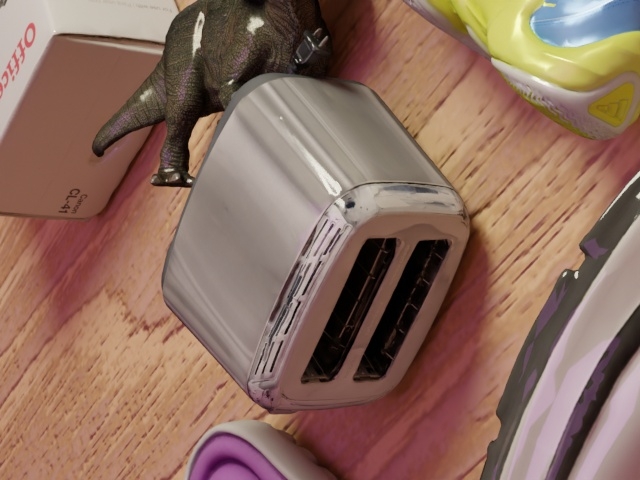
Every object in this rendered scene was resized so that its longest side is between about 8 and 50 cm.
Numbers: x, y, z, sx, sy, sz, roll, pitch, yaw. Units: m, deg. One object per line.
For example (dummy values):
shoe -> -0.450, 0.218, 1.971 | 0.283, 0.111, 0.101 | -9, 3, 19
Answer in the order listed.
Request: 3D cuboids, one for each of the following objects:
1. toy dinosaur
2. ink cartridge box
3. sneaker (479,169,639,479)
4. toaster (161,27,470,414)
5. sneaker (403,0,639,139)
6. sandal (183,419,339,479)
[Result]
toy dinosaur -> -0.057, -0.125, 1.142 | 0.313, 0.121, 0.160 | -31, 50, 56
ink cartridge box -> -0.245, -0.203, 1.387 | 0.226, 0.131, 0.306 | -54, 44, 39
sneaker -> 0.239, 0.041, 0.522 | 0.257, 0.169, 0.447 | 38, 98, 42
toaster -> 0.000, 0.000, 1.010 | 0.146, 0.129, 0.227 | 50, 126, 41
sneaker -> 0.123, -0.152, 0.890 | 0.126, 0.091, 0.240 | -55, 42, 12
sandal -> 0.002, 0.241, 1.008 | 0.416, 0.102, 0.169 | 24, 108, 54
